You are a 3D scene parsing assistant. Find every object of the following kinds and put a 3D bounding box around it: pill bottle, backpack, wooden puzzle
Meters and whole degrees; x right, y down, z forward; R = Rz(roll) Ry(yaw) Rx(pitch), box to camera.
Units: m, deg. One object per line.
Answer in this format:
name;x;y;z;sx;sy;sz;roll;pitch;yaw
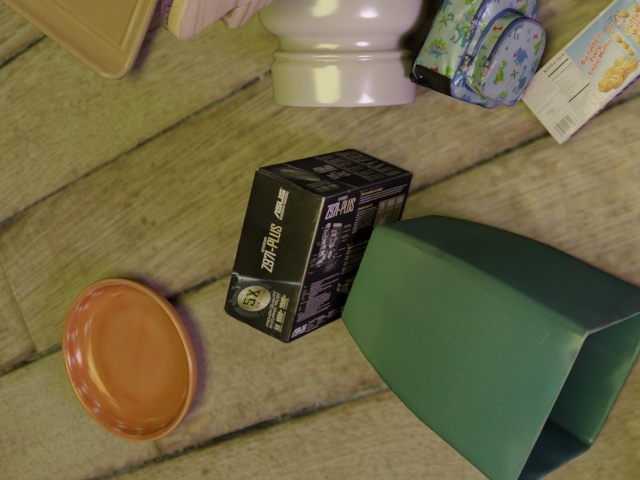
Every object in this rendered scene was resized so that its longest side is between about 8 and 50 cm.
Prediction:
pill bottle;0.020;-0.267;0.991;0.160;0.160;0.283;6;103;30
backpack;0.149;-0.177;0.966;0.084;0.105;0.114;27;102;33
wooden puzzle;-0.249;-0.332;1.214;0.221;0.044;0.239;37;112;20

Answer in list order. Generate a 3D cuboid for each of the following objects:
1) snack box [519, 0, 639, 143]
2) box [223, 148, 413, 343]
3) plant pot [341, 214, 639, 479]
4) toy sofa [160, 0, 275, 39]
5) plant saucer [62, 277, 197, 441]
snack box;0.256;-0.166;0.952;0.178;0.022;0.064;-44;76;30
box;0.000;0.000;1.048;0.077;0.180;0.147;24;112;25
plant pot;0.148;0.078;0.992;0.234;0.165;0.166;34;116;30
toy sofa;-0.066;-0.330;0.757;0.150;0.177;0.363;42;144;19
plant saucer;-0.223;0.140;1.298;0.200;0.037;0.200;7;103;30
